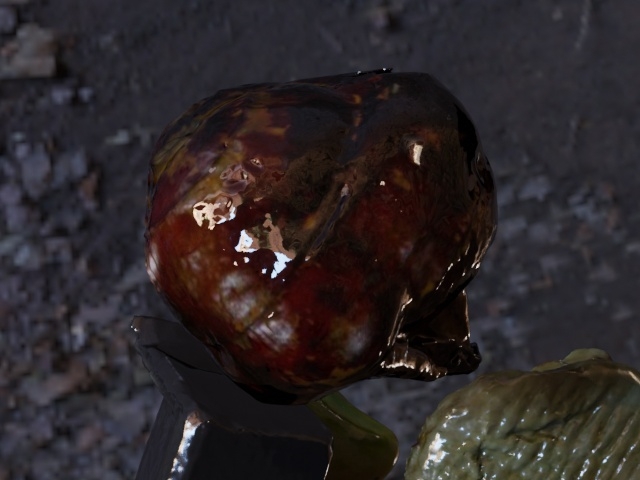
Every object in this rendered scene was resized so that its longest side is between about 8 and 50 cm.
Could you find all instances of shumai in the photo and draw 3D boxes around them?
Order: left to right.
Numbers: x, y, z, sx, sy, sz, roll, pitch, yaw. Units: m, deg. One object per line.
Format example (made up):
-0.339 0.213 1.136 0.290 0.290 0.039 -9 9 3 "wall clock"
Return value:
0.197 0.213 1.710 0.272 0.222 0.203 -16 -175 -7 "shumai"

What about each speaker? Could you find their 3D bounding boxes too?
-0.134 0.287 1.755 0.180 0.184 0.388 16 93 -36 "speaker"

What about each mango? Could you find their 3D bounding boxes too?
-0.020 0.200 1.871 0.122 0.191 0.085 -53 174 9 "mango"

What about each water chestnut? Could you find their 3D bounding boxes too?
0.000 0.000 1.346 0.289 0.244 0.289 -6 -170 1 "water chestnut"
